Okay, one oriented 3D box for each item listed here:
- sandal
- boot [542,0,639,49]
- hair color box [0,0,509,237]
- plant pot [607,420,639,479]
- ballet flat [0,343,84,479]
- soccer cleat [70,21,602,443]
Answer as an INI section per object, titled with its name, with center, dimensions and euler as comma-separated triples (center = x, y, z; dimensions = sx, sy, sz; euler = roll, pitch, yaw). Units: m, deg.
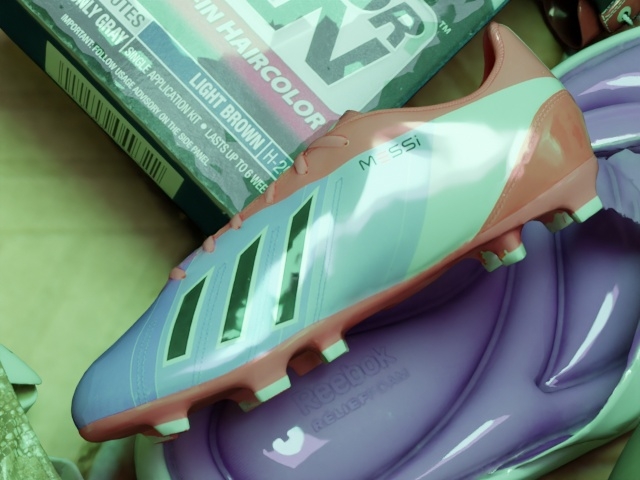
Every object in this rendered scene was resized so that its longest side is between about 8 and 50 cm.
[sandal]
center = 0.105, 0.019, 0.876
dimensions = 0.416, 0.102, 0.169
euler = -37, 80, -25
[boot]
center = 0.215, -0.151, 1.023
dimensions = 0.244, 0.088, 0.176
euler = 31, 85, -19
[hair color box]
center = 0.028, -0.172, 0.882
dimensions = 0.174, 0.105, 0.347
euler = 45, 80, -3
[plant pot]
center = 0.203, 0.198, 0.727
dimensions = 0.323, 0.323, 0.280
euler = 21, 44, -5
[ballet flat]
center = -0.139, 0.091, 0.806
dimensions = 0.067, 0.073, 0.206
euler = -9, 67, -50
[soccer cleat]
center = 0.000, 0.000, 0.787
dimensions = 0.248, 0.083, 0.095
euler = -28, 86, -12
